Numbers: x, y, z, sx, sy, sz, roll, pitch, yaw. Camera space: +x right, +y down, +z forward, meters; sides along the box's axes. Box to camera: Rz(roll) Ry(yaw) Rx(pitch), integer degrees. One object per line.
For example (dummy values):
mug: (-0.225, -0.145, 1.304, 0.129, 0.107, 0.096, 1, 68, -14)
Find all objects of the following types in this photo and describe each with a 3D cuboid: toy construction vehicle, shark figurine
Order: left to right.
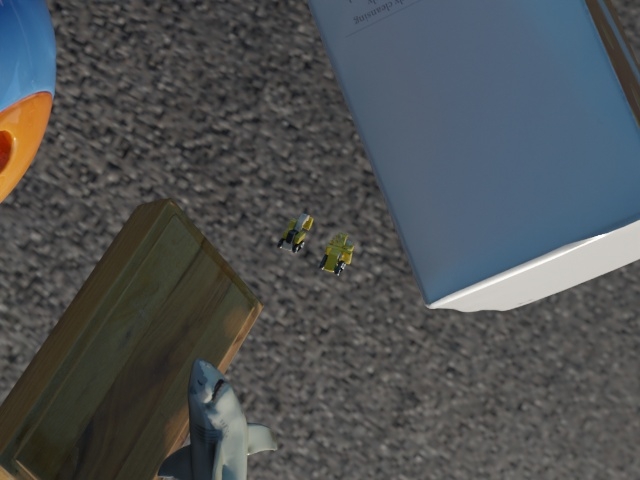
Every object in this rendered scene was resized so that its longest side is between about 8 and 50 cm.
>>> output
shark figurine: (-0.136, 0.275, 1.518, 0.166, 0.116, 0.278, 33, 62, -59)
toy construction vehicle: (0.000, 0.000, 1.665, 0.098, 0.086, 0.035, -41, 149, -66)

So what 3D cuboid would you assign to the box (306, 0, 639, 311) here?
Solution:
box: (0.112, -0.139, 0.981, 0.168, 0.345, 0.215, -24, 169, 18)

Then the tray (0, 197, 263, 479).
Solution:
tray: (-0.232, 0.164, 1.708, 0.203, 0.076, 0.411, 51, 50, -27)

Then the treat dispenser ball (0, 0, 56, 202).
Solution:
treat dispenser ball: (-0.336, -0.127, 1.029, 0.288, 0.288, 0.288, -18, 121, -34)
